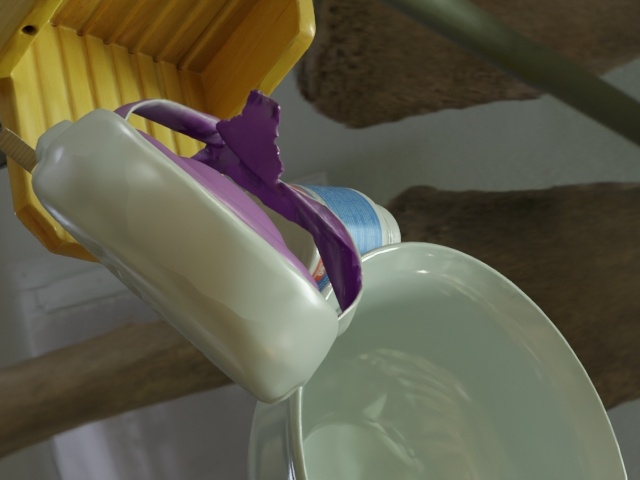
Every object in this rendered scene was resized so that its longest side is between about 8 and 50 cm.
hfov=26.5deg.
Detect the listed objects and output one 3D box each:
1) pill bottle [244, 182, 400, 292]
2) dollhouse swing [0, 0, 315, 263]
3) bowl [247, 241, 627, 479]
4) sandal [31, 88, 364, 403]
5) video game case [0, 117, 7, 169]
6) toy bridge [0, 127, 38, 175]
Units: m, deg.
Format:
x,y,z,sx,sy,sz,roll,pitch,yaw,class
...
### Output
x,y,z,sx,sy,sz,roll,pitch,yaw,class
0.000,0.000,1.516,0.124,0.221,0.124,0,-89,32,pill bottle
-0.164,-0.177,1.478,0.315,0.347,0.305,-47,-129,25,dollhouse swing
0.057,0.161,0.868,0.134,0.298,0.298,-31,-100,42,bowl
-0.041,-0.013,0.624,0.169,0.416,0.102,44,-93,-12,sandal
-0.360,-0.209,1.699,0.274,0.026,0.196,-23,-89,-11,video game case
-0.269,-0.003,0.921,0.063,0.026,0.188,40,-93,-5,toy bridge
